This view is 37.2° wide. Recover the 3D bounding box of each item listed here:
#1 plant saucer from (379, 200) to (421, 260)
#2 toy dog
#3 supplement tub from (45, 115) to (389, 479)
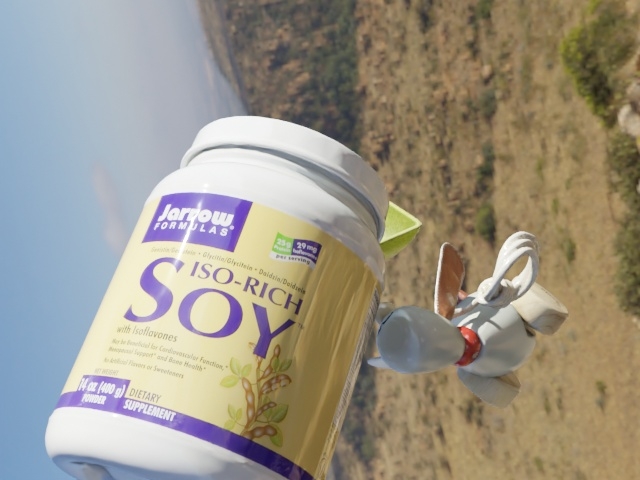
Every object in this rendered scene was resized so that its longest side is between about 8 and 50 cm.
[{"bbox_3d":[0.000,0.000,1.145,0.188,0.188,0.045,39,147,55],"label":"plant saucer"},{"bbox_3d":[0.158,0.089,1.134,0.161,0.220,0.333,40,176,33],"label":"toy dog"},{"bbox_3d":[-0.077,0.080,0.867,0.241,0.241,0.331,92,-165,-64],"label":"supplement tub"}]
